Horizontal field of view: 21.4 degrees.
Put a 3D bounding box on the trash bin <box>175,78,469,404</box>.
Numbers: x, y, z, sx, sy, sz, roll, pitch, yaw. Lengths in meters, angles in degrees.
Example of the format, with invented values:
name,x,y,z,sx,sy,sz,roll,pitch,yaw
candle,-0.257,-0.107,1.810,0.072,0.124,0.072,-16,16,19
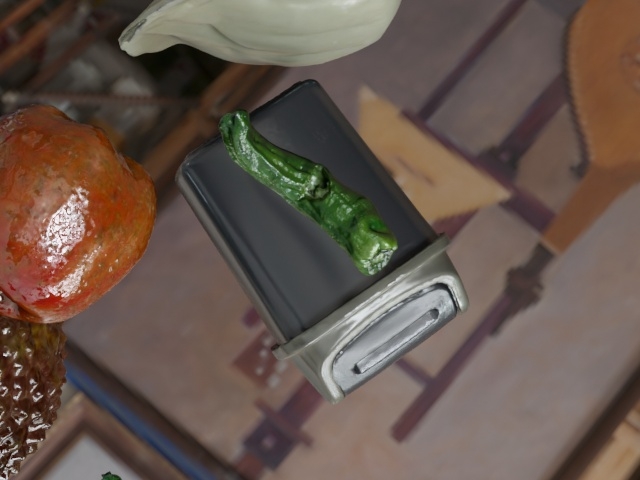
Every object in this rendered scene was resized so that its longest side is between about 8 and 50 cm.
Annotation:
name,x,y,z,sx,sy,sz,roll,pitch,yaw
trash bin,0.000,0.000,1.719,0.290,0.209,0.182,55,173,-1

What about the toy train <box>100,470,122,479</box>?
name,x,y,z,sx,sy,sz,roll,pitch,yaw
toy train,-0.234,0.292,1.493,0.085,0.119,0.251,41,131,-22

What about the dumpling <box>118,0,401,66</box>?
name,x,y,z,sx,sy,sz,roll,pitch,yaw
dumpling,-0.055,-0.263,1.675,0.233,0.315,0.395,57,158,-7

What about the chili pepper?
name,x,y,z,sx,sy,sz,roll,pitch,yaw
chili pepper,-0.011,-0.044,1.411,0.182,0.050,0.073,38,-170,-1

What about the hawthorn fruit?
name,x,y,z,sx,sy,sz,roll,pitch,yaw
hawthorn fruit,-0.238,-0.020,1.457,0.189,0.189,0.189,31,148,22

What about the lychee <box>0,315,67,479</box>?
name,x,y,z,sx,sy,sz,roll,pitch,yaw
lychee,-0.392,0.115,1.687,0.276,0.276,0.304,137,129,-61
